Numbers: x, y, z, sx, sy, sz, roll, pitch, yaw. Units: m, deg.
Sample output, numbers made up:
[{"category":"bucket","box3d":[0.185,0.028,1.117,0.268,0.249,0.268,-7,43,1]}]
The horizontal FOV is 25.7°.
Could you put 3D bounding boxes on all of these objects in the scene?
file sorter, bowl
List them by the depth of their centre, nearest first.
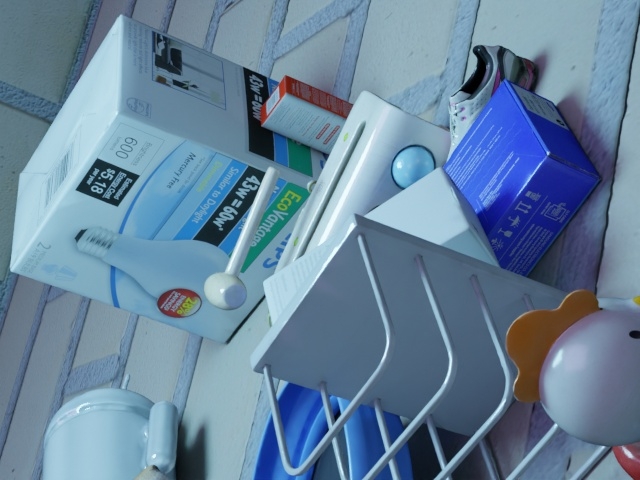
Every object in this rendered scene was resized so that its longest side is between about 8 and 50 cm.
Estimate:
[{"category":"file sorter","box3d":[0.111,0.138,1.298,0.193,0.278,0.173,-55,31,28]},{"category":"bowl","box3d":[0.002,0.328,1.505,0.391,0.077,0.391,-171,90,-73]}]

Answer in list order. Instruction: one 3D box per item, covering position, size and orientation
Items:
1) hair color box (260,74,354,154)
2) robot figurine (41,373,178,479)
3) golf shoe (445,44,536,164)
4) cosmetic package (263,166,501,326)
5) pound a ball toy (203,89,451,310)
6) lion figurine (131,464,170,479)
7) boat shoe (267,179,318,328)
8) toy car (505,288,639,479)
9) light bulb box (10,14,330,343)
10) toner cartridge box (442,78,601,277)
[{"category":"hair color box","box3d":[-0.006,-0.170,1.964,0.072,0.141,0.043,-49,30,36]},{"category":"robot figurine","box3d":[-0.316,0.363,2.094,0.300,0.200,0.353,-39,34,23]},{"category":"golf shoe","box3d":[0.174,-0.138,1.627,0.186,0.086,0.067,-67,25,5]},{"category":"cosmetic package","box3d":[0.061,0.039,1.433,0.231,0.085,0.117,-31,36,12]},{"category":"pound a ball toy","box3d":[0.020,-0.021,1.702,0.319,0.208,0.136,-64,24,8]},{"category":"lion figurine","box3d":[-0.129,0.365,1.272,0.392,0.240,0.142,104,180,-47]},{"category":"boat shoe","box3d":[0.000,0.000,1.839,0.089,0.104,0.285,30,98,53]},{"category":"toy car","box3d":[0.255,0.090,1.070,0.210,0.238,0.219,-61,25,17]},{"category":"light bulb box","box3d":[-0.211,-0.078,2.049,0.358,0.361,0.225,-50,31,36]},{"category":"toner cartridge box","box3d":[0.157,0.009,1.549,0.348,0.075,0.165,-56,26,25]}]
